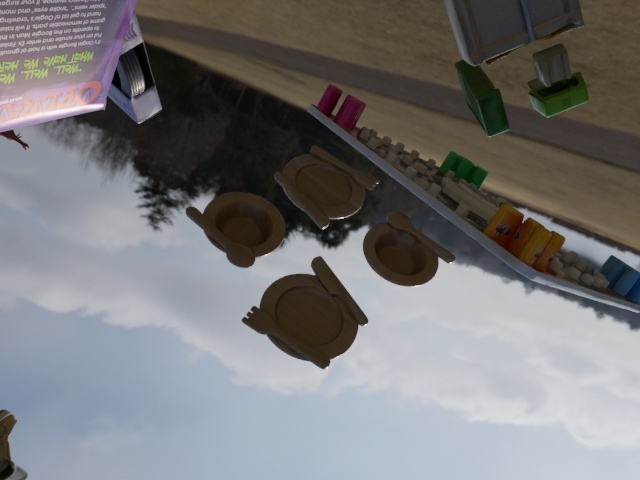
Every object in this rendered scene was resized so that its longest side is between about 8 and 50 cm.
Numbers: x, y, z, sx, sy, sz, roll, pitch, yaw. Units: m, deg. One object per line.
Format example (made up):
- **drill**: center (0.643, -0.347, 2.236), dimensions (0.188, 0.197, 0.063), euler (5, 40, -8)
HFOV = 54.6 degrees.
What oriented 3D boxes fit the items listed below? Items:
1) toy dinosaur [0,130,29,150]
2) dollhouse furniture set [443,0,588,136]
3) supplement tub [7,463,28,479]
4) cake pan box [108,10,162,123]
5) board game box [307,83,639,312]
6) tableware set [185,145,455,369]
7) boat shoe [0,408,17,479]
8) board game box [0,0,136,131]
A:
- **toy dinosaur**: center (-0.568, -0.191, 1.123), dimensions (0.090, 0.047, 0.082), euler (-28, -114, -29)
- **dollhouse furniture set**: center (0.327, -0.363, 1.067), dimensions (0.151, 0.197, 0.302), euler (-96, -18, -52)
- **supplement tub**: center (-0.573, 0.490, 0.892), dimensions (0.235, 0.325, 0.235), euler (12, 169, 2)
- **cake pan box**: center (-0.417, -0.382, 1.176), dimensions (0.267, 0.070, 0.246), euler (42, 158, 20)
- **board game box**: center (0.222, -0.056, 0.835), dimensions (0.389, 0.050, 0.390), euler (14, -157, -47)
- **tableware set**: center (0.000, 0.000, 0.420), dimensions (0.141, 0.020, 0.168), euler (44, -129, 18)
- **boat shoe**: center (-0.452, 0.303, 0.848), dimensions (0.072, 0.068, 0.190), euler (26, -166, -10)
- **board game box**: center (-0.219, -0.113, 0.259), dimensions (0.056, 0.208, 0.346), euler (41, -142, 14)
